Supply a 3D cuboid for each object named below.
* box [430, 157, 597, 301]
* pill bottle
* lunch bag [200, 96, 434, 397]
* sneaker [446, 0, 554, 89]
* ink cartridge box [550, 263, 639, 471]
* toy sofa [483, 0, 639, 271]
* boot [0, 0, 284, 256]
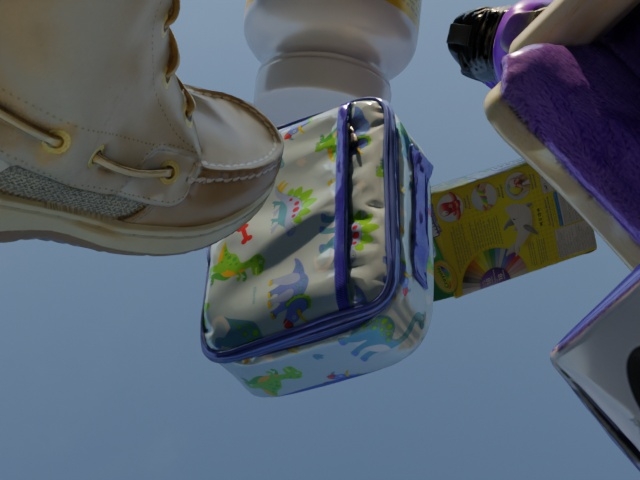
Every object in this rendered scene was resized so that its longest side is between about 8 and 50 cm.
[{"bbox_3d":[0.166,-0.015,1.119,0.179,0.043,0.105,-18,-77,-16],"label":"box"},{"bbox_3d":[0.019,-0.284,1.276,0.188,0.188,0.333,7,-108,-2],"label":"pill bottle"},{"bbox_3d":[0.000,0.000,0.905,0.176,0.090,0.218,-17,-131,24],"label":"lunch bag"},{"bbox_3d":[0.185,-0.184,1.164,0.146,0.293,0.102,24,-82,19],"label":"sneaker"},{"bbox_3d":[0.255,0.032,0.308,0.270,0.395,0.151,50,-145,13],"label":"ink cartridge box"},{"bbox_3d":[0.259,-0.006,0.548,0.362,0.150,0.177,51,-145,7],"label":"toy sofa"},{"bbox_3d":[-0.072,-0.099,0.475,0.095,0.262,0.203,45,-65,30],"label":"boot"}]
